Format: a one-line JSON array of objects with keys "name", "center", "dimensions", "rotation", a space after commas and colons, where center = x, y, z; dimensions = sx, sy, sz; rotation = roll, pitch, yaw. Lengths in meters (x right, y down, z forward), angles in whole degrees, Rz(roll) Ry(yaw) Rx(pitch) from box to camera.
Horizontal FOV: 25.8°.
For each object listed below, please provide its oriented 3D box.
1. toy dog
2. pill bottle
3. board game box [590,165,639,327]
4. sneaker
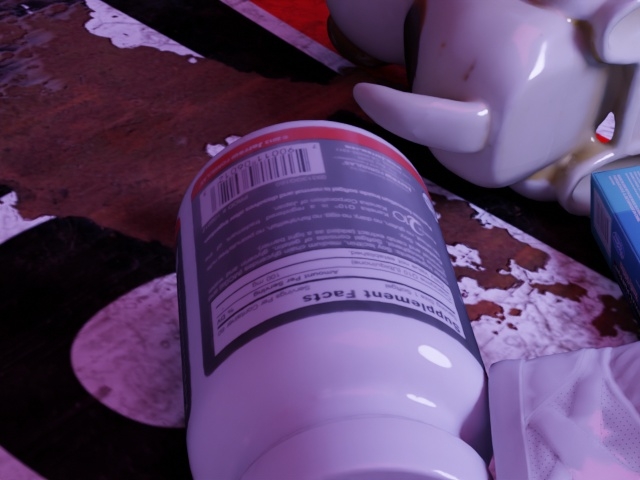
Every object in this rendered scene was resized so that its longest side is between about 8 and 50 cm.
[{"name": "toy dog", "center": [0.160, -0.218, 1.488], "dimensions": [0.395, 0.284, 0.408], "rotation": [-23, 45, -19]}, {"name": "pill bottle", "center": [0.007, 0.091, 0.982], "dimensions": [0.210, 0.210, 0.363], "rotation": [7, 35, -13]}, {"name": "board game box", "center": [0.453, 0.007, 1.312], "dimensions": [0.336, 0.079, 0.254], "rotation": [-10, 37, -2]}, {"name": "sneaker", "center": [0.196, 0.167, 0.812], "dimensions": [0.169, 0.108, 0.292], "rotation": [-15, 43, 14]}]
